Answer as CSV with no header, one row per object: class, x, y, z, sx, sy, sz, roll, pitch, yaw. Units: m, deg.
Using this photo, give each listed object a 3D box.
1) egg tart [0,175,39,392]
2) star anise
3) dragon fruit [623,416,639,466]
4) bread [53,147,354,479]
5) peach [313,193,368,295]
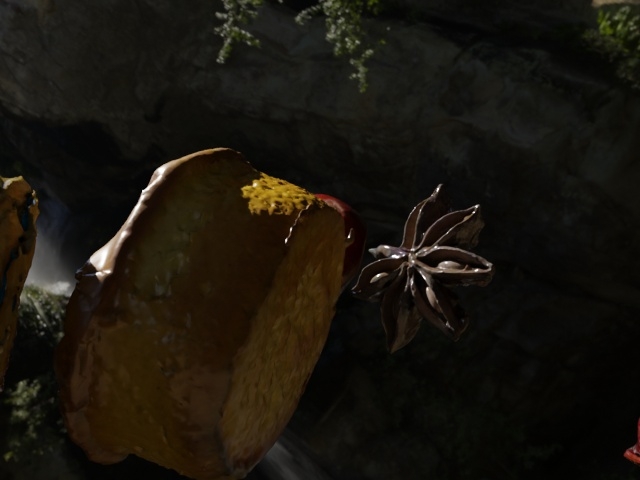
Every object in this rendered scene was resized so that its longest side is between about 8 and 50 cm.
egg tart,-0.376,0.058,0.654,0.107,0.291,0.290,12,-64,-27
star anise,0.136,0.045,0.785,0.212,0.197,0.073,-43,-46,21
dragon fruit,0.337,0.132,0.503,0.192,0.122,0.092,-17,-21,-22
bread,-0.126,0.099,0.747,0.398,0.215,0.398,18,-90,-73
peach,-0.006,-0.003,1.119,0.154,0.267,0.158,23,-78,-6
